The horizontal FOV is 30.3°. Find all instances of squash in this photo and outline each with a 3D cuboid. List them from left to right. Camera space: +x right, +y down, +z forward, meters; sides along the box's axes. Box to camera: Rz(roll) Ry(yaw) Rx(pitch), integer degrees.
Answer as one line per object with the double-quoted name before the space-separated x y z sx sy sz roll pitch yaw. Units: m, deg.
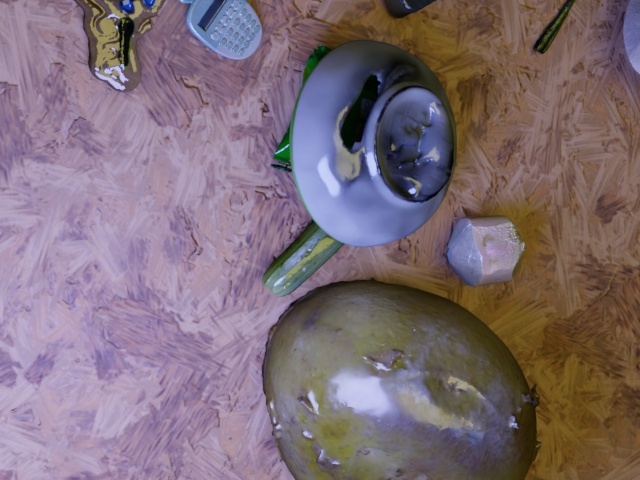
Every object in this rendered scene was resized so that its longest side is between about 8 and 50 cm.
"squash" 0.000 0.000 1.867 0.229 0.066 0.066 -45 108 -8

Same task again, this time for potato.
"potato" 0.135 0.270 1.819 0.442 0.319 0.385 24 87 -18

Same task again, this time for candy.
"candy" 0.013 -0.192 1.844 0.141 0.078 0.203 16 95 -22

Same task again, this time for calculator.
"calculator" -0.151 -0.337 1.785 0.153 0.021 0.095 37 81 -29

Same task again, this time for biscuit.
"biscuit" -0.291 -0.380 1.731 0.183 0.047 0.320 8 95 -18

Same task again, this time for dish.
"dish" 0.113 -0.147 1.799 0.324 0.124 0.324 -4 96 -42

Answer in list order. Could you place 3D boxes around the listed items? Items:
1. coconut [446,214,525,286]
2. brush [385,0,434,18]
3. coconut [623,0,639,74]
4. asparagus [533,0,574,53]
"coconut" 0.263 0.016 1.936 0.122 0.116 0.116 -9 99 -22
"brush" 0.180 -0.449 1.881 0.197 0.059 0.123 -31 105 -16
"coconut" 0.621 -0.351 1.935 0.266 0.237 0.237 -9 103 -64
"asparagus" 0.430 -0.414 1.996 0.023 0.022 0.233 32 86 24
